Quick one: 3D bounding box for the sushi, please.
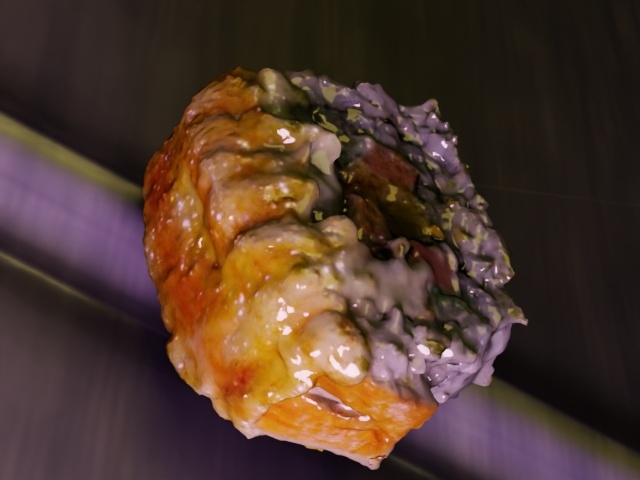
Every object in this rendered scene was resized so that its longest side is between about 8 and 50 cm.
[{"bbox_3d":[0.000,0.000,0.928,0.184,0.139,0.274,5,53,-37],"label":"sushi"}]
